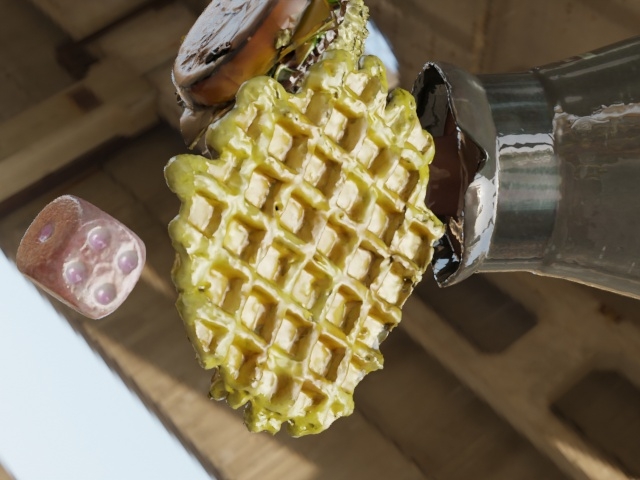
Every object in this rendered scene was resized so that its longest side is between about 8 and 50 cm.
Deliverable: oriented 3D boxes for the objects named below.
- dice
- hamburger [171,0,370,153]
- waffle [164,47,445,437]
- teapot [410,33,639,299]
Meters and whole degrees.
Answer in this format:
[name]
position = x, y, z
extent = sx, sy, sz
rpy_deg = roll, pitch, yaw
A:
[dice]
position = -0.234, 0.016, 1.317
extent = 0.091, 0.093, 0.094
rpy_deg = 40, -11, -35
[hamburger]
position = -0.045, -0.189, 1.372
extent = 0.243, 0.262, 0.138
rpy_deg = -37, -62, 26
[waffle]
position = -0.003, 0.000, 1.135
extent = 0.060, 0.312, 0.307
rpy_deg = 10, -54, 47
[teapot]
position = 0.265, -0.073, 1.459
extent = 0.376, 0.361, 0.306
rpy_deg = 153, -64, -79
